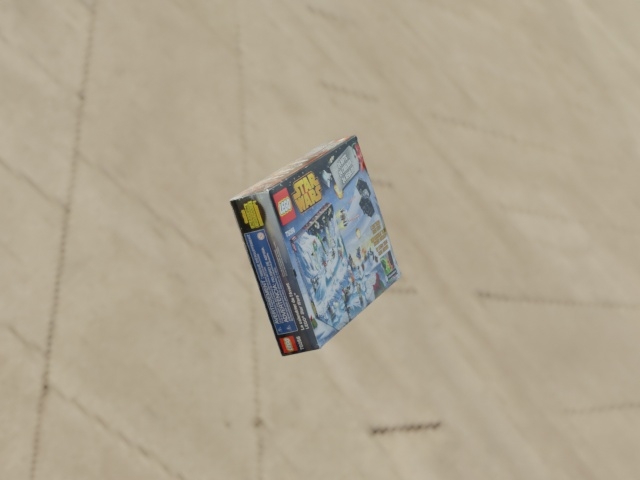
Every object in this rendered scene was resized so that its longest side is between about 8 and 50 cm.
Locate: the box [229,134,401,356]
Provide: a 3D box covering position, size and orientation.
[{"bbox_3d":[0.000,0.000,0.993,0.137,0.027,0.094,-35,110,-63],"label":"box"}]
